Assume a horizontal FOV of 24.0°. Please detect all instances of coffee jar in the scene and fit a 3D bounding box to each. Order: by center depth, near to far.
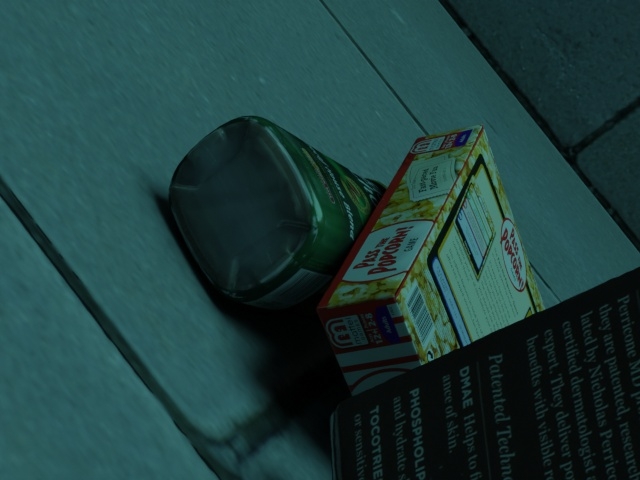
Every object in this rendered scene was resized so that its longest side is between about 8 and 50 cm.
[{"bbox_3d":[0.000,0.000,0.840,0.096,0.079,0.184,59,16,25],"label":"coffee jar"}]

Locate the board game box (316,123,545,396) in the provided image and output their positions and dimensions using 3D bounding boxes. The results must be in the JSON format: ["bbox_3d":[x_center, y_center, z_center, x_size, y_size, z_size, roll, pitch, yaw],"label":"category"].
[{"bbox_3d":[0.070,0.045,0.808,0.147,0.045,0.193,68,27,-21],"label":"board game box"}]

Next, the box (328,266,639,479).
[{"bbox_3d":[0.134,0.133,0.616,0.168,0.203,0.167,40,34,-38],"label":"box"}]
